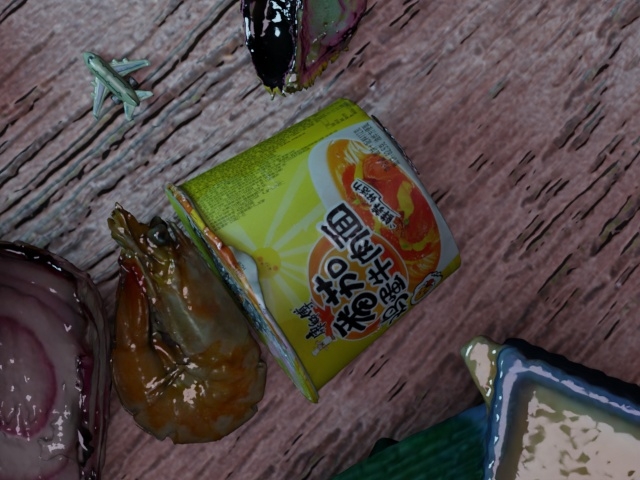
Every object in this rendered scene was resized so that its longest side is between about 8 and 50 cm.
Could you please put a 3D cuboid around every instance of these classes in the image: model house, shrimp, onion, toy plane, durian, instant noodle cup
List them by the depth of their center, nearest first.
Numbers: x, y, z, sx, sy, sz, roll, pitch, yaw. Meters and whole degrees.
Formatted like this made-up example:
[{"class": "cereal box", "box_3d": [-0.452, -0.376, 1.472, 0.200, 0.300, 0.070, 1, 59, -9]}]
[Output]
[{"class": "instant noodle cup", "box_3d": [0.000, 0.000, 1.691, 0.200, 0.264, 0.264, -34, 96, -8]}, {"class": "model house", "box_3d": [0.180, 0.276, 1.701, 0.382, 0.334, 0.343, -31, 86, 6]}, {"class": "shrimp", "box_3d": [-0.153, 0.086, 1.741, 0.154, 0.062, 0.294, -26, 115, -8]}, {"class": "onion", "box_3d": [-0.333, 0.122, 1.742, 0.280, 0.146, 0.314, 7, 114, 16]}, {"class": "durian", "box_3d": [-0.010, -0.238, 1.745, 0.108, 0.119, 0.187, -6, 112, -39]}, {"class": "toy plane", "box_3d": [-0.210, -0.162, 1.765, 0.083, 0.033, 0.080, 44, 94, 2]}]
